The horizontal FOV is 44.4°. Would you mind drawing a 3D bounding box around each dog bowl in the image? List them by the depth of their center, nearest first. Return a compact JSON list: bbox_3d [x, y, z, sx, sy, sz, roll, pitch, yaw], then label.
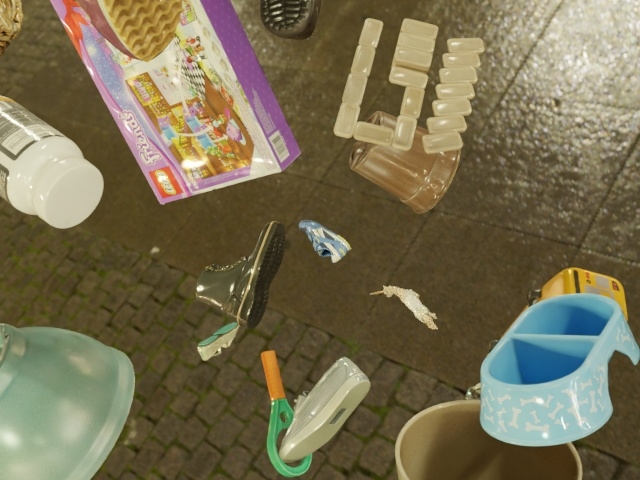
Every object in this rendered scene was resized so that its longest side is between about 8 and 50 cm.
[{"bbox_3d":[0.313,0.157,1.036,0.165,0.074,0.297,-3,21,38],"label":"dog bowl"}]

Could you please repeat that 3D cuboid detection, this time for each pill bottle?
[{"bbox_3d":[-0.546,-0.145,1.464,0.278,0.162,0.162,33,77,24],"label":"pill bottle"}]

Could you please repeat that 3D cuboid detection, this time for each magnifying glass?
[{"bbox_3d":[-0.071,0.316,1.441,0.026,0.092,0.231,-32,66,39],"label":"magnifying glass"}]

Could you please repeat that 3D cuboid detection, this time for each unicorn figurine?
[{"bbox_3d":[0.220,0.153,1.925,0.162,0.111,0.060,29,90,34],"label":"unicorn figurine"}]

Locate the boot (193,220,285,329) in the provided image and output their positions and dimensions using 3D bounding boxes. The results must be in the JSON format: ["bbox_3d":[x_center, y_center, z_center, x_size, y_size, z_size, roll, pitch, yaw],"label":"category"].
[{"bbox_3d":[-0.152,0.044,1.413,0.137,0.077,0.198,21,92,25],"label":"boot"}]

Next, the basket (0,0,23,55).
[{"bbox_3d":[-0.650,-0.397,1.292,0.223,0.213,0.299,-38,71,27],"label":"basket"}]

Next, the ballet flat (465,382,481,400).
[{"bbox_3d":[0.356,0.312,1.641,0.114,0.041,0.041,-5,37,-25],"label":"ballet flat"}]

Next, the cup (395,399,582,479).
[{"bbox_3d":[0.303,0.492,1.463,0.330,0.237,0.331,-1,25,1],"label":"cup"}]

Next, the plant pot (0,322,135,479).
[{"bbox_3d":[-0.467,0.251,1.224,0.293,0.196,0.293,-28,38,25],"label":"plant pot"}]

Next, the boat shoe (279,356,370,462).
[{"bbox_3d":[-0.003,0.302,1.403,0.227,0.079,0.081,-50,51,17],"label":"boat shoe"}]

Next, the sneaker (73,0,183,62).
[{"bbox_3d":[-0.150,-0.190,0.469,0.083,0.185,0.070,19,60,33],"label":"sneaker"}]

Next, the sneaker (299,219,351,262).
[{"bbox_3d":[0.000,0.000,1.808,0.144,0.053,0.059,31,80,29],"label":"sneaker"}]

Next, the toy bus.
[{"bbox_3d":[0.420,0.190,1.455,0.130,0.333,0.108,14,49,-7],"label":"toy bus"}]

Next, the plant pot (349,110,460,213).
[{"bbox_3d":[0.155,-0.159,1.516,0.167,0.165,0.167,-56,20,32],"label":"plant pot"}]

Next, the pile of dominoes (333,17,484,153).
[{"bbox_3d":[0.140,-0.234,1.217,0.195,0.040,0.251,14,63,3],"label":"pile of dominoes"}]

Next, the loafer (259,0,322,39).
[{"bbox_3d":[-0.030,-0.332,0.905,0.080,0.078,0.220,6,84,14],"label":"loafer"}]

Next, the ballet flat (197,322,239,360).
[{"bbox_3d":[-0.273,0.274,2.110,0.057,0.052,0.168,-8,12,34],"label":"ballet flat"}]

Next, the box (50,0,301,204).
[{"bbox_3d":[-0.171,-0.198,0.913,0.200,0.293,0.057,-11,24,34],"label":"box"}]
